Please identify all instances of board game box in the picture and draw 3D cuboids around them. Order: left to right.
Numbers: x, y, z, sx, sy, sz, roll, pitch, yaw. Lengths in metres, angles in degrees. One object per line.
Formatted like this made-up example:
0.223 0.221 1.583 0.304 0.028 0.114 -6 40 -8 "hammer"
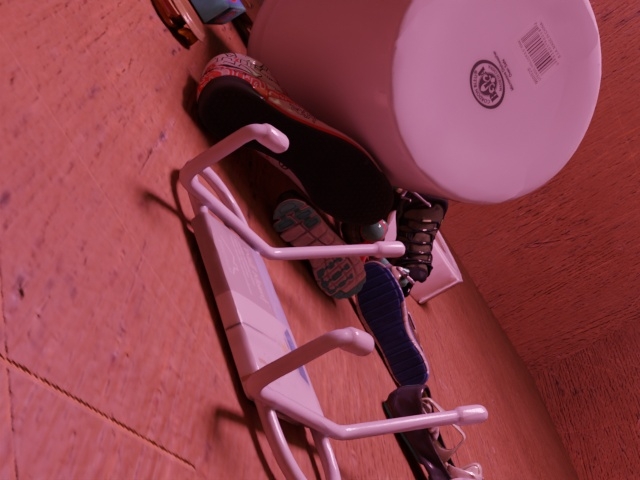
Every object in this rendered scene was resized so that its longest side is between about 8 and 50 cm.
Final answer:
-0.201 -0.435 1.308 0.210 0.047 0.160 57 11 -8 "board game box"

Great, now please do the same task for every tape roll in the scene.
0.184 -0.012 1.770 0.286 0.100 0.286 56 11 -17 "tape roll"

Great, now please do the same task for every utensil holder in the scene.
0.120 -0.223 1.127 0.327 0.328 0.385 54 -13 -26 "utensil holder"

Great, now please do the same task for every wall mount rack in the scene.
0.011 0.061 0.754 0.304 0.131 0.350 42 21 -56 "wall mount rack"

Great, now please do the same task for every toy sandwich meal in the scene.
-0.177 -0.281 1.072 0.085 0.029 0.085 58 7 -11 "toy sandwich meal"

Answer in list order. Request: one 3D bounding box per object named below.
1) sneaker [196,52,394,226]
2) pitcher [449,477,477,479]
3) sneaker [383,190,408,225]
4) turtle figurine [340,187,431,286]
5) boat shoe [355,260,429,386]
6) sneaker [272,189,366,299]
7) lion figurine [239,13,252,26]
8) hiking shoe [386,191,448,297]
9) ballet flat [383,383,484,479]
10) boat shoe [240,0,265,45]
-0.029 -0.129 1.025 0.270 0.090 0.145 31 21 -23 "sneaker"
0.146 0.319 0.754 0.207 0.126 0.177 57 19 -85 "pitcher"
0.129 -0.117 1.500 0.106 0.123 0.290 33 -15 -1 "sneaker"
0.088 -0.025 1.314 0.234 0.118 0.175 -127 -136 -78 "turtle figurine"
0.096 0.116 1.172 0.066 0.066 0.183 14 56 -81 "boat shoe"
0.000 0.000 1.043 0.166 0.065 0.076 55 8 -29 "sneaker"
-0.119 -0.533 1.617 0.142 0.240 0.392 107 -27 -68 "lion figurine"
0.163 0.011 1.401 0.226 0.086 0.114 108 -24 -43 "hiking shoe"
0.146 0.258 0.991 0.203 0.074 0.074 63 12 16 "ballet flat"
-0.081 -0.358 1.514 0.302 0.098 0.109 62 -1 -1 "boat shoe"
